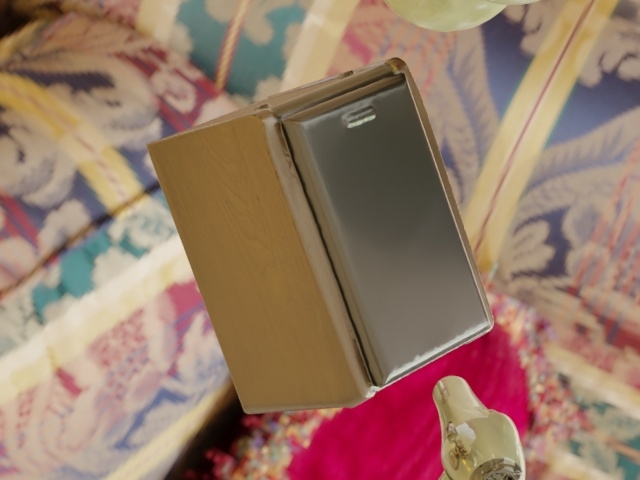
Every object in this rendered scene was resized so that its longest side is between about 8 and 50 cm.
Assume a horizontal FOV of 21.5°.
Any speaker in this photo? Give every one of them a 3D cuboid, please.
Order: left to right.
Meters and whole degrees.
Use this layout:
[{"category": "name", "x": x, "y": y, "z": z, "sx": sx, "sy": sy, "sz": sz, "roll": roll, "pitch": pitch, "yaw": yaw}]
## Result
[{"category": "speaker", "x": 0.000, "y": 0.000, "z": 1.297, "sx": 0.192, "sy": 0.153, "sz": 0.231, "roll": -12, "pitch": 101, "yaw": 52}]

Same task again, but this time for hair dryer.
[{"category": "hair dryer", "x": 0.119, "y": 0.260, "z": 1.870, "sx": 0.092, "sy": 0.229, "sz": 0.267, "roll": 36, "pitch": 119, "yaw": -20}]

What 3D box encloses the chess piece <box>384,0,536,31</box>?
[{"category": "chess piece", "x": 0.161, "y": -0.262, "z": 1.307, "sx": 0.182, "sy": 0.182, "sz": 0.330, "roll": 46, "pitch": 148, "yaw": -14}]
